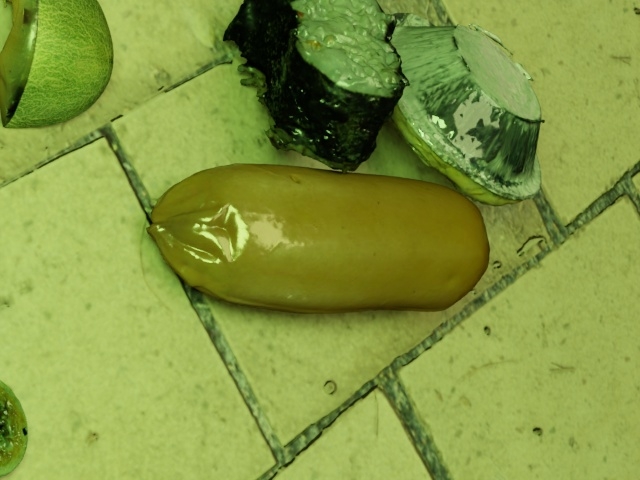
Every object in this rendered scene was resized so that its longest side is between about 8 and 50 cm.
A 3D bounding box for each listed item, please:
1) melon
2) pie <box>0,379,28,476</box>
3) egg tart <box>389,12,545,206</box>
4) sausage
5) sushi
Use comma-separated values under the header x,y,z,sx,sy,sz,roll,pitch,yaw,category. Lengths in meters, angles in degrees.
x,y,z,sx,sy,sz,roll,pitch,yaw,category
-0.215,-0.175,1.590,0.128,0.079,0.160,10,67,-41,melon
-0.257,0.142,1.463,0.084,0.021,0.084,18,63,-39,pie
0.147,-0.139,1.882,0.234,0.094,0.234,36,30,-25,egg tart
0.003,0.000,1.715,0.354,0.116,0.134,1,84,-42,sausage
-0.007,-0.159,1.737,0.147,0.115,0.212,15,34,-24,sushi
